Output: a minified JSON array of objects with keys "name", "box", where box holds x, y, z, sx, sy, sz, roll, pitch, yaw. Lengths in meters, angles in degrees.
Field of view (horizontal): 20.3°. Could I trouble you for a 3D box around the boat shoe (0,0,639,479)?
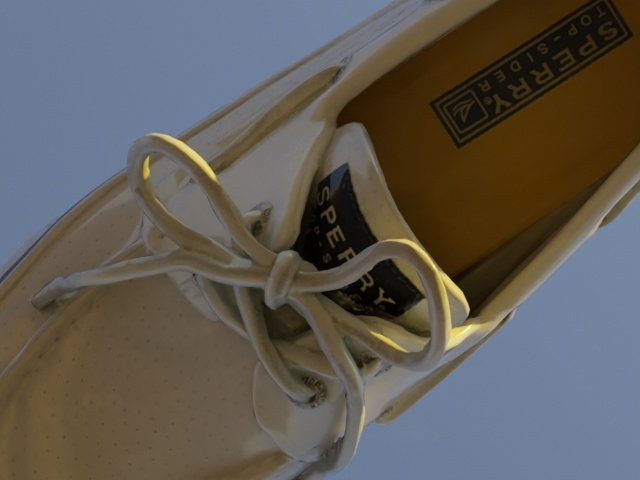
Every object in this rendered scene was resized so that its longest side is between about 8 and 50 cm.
[{"name":"boat shoe","box":[0.006,0.006,0.589,0.367,0.156,0.136,-35,-88,-3]}]
